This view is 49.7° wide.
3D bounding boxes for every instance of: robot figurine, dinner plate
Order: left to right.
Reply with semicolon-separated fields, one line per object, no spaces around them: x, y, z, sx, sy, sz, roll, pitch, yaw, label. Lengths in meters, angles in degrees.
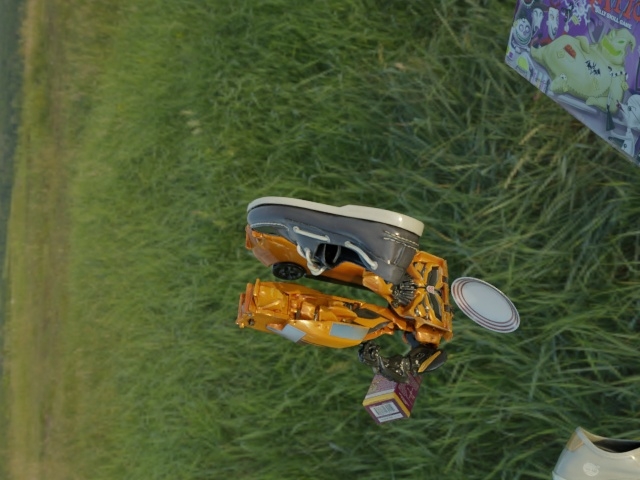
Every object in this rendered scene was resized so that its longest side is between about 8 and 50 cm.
0.046;0.062;0.864;0.085;0.291;0.211;127;150;-52;robot figurine
0.306;0.116;1.277;0.017;0.141;0.141;-49;13;-26;dinner plate

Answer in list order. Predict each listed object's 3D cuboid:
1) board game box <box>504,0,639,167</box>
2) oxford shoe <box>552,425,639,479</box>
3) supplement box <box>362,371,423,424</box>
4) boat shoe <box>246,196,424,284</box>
0.387;-0.263;0.950;0.347;0.056;0.208;-123;28;-43;board game box
0.626;0.398;1.156;0.169;0.449;0.130;23;-107;-71;oxford shoe
0.102;0.209;0.964;0.055;0.043;0.083;-25;19;36;supplement box
0.000;0.000;0.655;0.206;0.075;0.065;8;82;40;boat shoe
